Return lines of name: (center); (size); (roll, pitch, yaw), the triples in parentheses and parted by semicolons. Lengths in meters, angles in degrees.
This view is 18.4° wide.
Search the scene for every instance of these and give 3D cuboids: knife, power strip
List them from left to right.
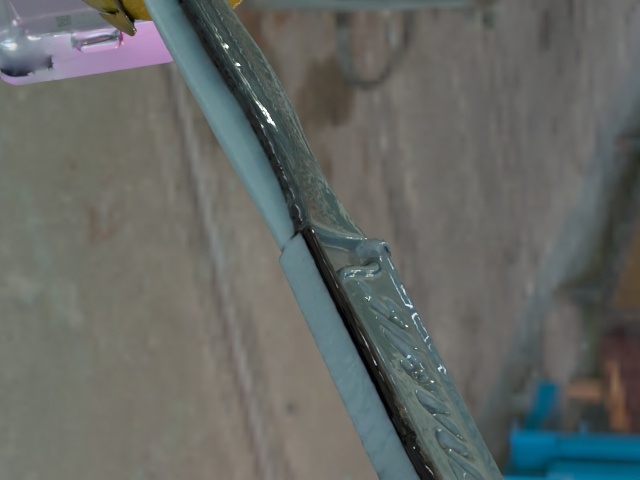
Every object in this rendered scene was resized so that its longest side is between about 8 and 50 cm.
power strip: (-0.156, -0.197, 1.183); (0.037, 0.109, 0.279); (91, -15, -48)
knife: (0.000, -0.001, 0.377); (0.028, 0.015, 0.210); (31, 23, -43)

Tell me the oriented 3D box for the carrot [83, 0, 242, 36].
carrot: (-0.071, -0.129, 0.617); (0.173, 0.082, 0.082); (54, -10, 44)
